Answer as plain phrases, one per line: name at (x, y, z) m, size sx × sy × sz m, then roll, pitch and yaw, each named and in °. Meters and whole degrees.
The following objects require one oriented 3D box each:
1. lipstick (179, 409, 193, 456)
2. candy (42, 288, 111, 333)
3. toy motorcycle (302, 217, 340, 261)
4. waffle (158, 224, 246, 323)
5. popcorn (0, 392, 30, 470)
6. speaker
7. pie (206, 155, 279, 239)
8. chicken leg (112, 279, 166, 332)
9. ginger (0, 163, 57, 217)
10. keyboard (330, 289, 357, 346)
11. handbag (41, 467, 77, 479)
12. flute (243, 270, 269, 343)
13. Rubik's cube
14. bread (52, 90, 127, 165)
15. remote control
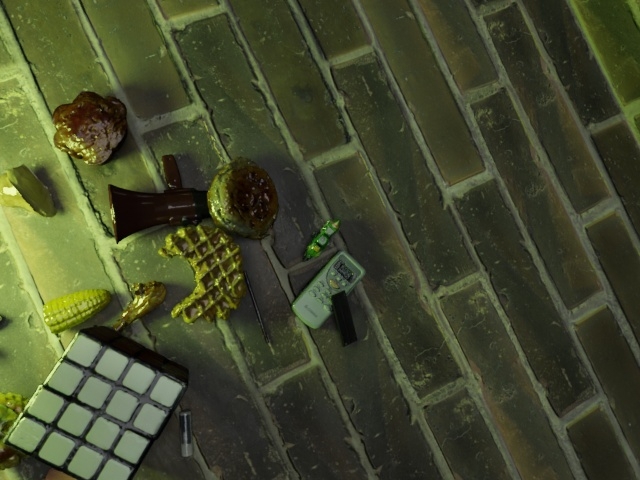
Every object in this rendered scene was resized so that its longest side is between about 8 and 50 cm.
lipstick at (-0.440, 0.631, 1.592) m, size 0.040 × 0.040 × 0.141 m, roll -3°, pitch 84°, yaw -14°
candy at (-0.769, 0.212, 1.547) m, size 0.199 × 0.094 × 0.106 m, roll -23°, pitch 87°, yaw -22°
toy motorcycle at (0.000, 0.000, 1.750) m, size 0.074 × 0.106 × 0.190 m, roll 40°, pitch 77°, yaw -6°
waffle at (-0.382, 0.106, 1.603) m, size 0.261 × 0.151 × 0.324 m, roll -13°, pitch 101°, yaw -18°
popcorn at (-0.938, 0.559, 1.419) m, size 0.189 × 0.169 × 0.218 m, roll -14°, pitch 76°, yaw -21°
speaker at (-0.552, -0.136, 1.645) m, size 0.330 × 0.198 × 0.259 m, roll -14°, pitch 48°, yaw -29°
pie at (-0.264, -0.139, 1.684) m, size 0.308 × 0.085 × 0.308 m, roll 14°, pitch 69°, yaw -42°
chicken leg at (-0.601, 0.210, 1.589) m, size 0.207 × 0.085 × 0.101 m, roll -46°, pitch 120°, yaw -12°
ginger at (-0.953, -0.132, 1.556) m, size 0.123 × 0.115 × 0.193 m, roll -36°, pitch 100°, yaw 6°
keyboard at (0.084, 0.282, 1.748) m, size 0.067 × 0.011 × 0.202 m, roll -21°, pitch 105°, yaw -26°
handbag at (-0.799, 0.813, 1.472) m, size 0.157 × 0.059 × 0.212 m, roll 23°, pitch 76°, yaw -11°
flute at (-0.228, 0.233, 1.712) m, size 0.014 × 0.014 × 0.269 m, roll -18°, pitch 87°, yaw -15°
Rubik's cube at (-0.612, 0.473, 1.419) m, size 0.344 × 0.344 × 0.337 m, roll 30°, pitch 77°, yaw -6°
bread at (-0.756, -0.375, 1.605) m, size 0.232 × 0.135 × 0.246 m, roll 26°, pitch 78°, yaw -9°
remote control at (0.026, 0.176, 1.759) m, size 0.140 × 0.056 × 0.296 m, roll 44°, pitch 74°, yaw -3°
